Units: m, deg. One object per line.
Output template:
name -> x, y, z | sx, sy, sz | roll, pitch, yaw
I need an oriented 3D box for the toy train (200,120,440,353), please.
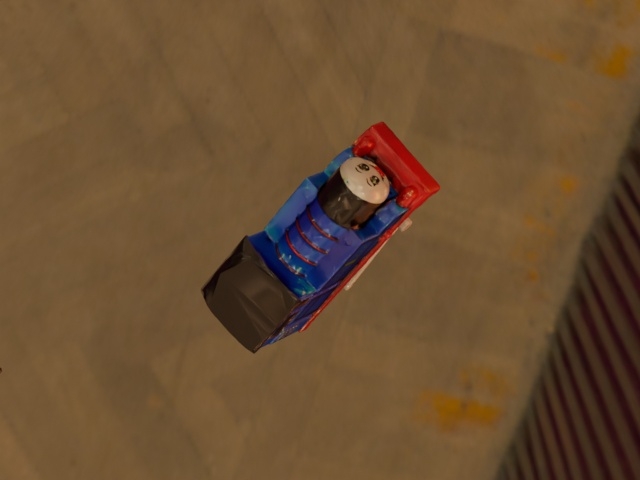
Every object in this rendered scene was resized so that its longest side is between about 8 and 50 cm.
toy train -> 0.000, 0.000, 1.538 | 0.082, 0.131, 0.204 | 50, 125, 13

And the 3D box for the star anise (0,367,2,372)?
star anise -> -0.389, 0.168, 1.626 | 0.063, 0.208, 0.171 | 28, 90, 22
